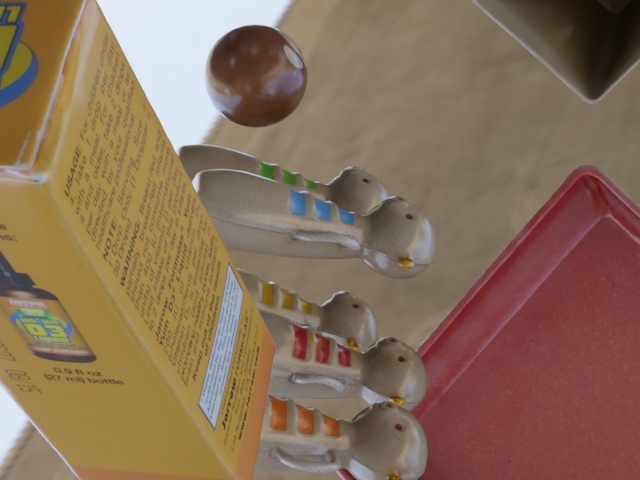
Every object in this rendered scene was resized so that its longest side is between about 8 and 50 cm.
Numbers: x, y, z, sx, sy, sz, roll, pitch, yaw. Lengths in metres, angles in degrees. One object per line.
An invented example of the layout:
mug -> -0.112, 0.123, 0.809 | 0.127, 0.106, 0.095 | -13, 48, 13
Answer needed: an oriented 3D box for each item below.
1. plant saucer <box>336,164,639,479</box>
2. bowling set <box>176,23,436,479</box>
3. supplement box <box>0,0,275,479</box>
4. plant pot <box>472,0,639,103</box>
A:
plant saucer -> 0.172, 0.132, 0.873 | 0.258, 0.259, 0.048 | -51, 160, 22
bowling set -> 0.000, 0.000, 0.774 | 0.154, 0.199, 0.287 | 11, -166, -14
supplement box -> -0.082, 0.012, 0.526 | 0.078, 0.233, 0.080 | 2, -120, 15
plant pot -> 0.178, -0.175, 0.950 | 0.109, 0.109, 0.096 | -46, -173, 35
